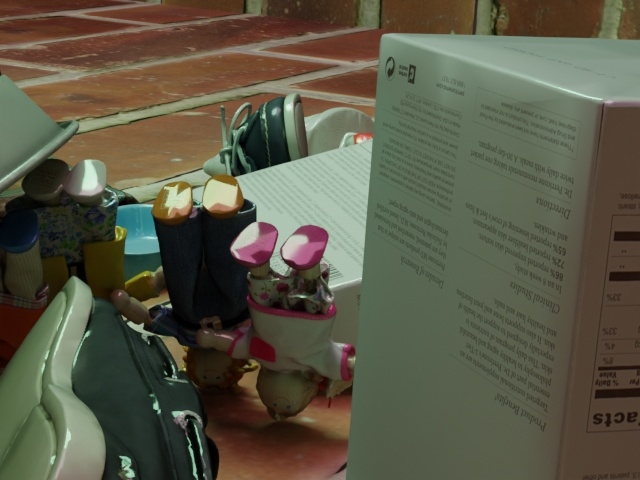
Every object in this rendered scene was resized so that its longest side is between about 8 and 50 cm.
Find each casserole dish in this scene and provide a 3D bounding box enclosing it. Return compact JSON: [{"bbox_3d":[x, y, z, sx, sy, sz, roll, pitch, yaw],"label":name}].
[{"bbox_3d":[-0.149,0.005,1.341,0.114,0.037,0.188,10,16,24],"label":"casserole dish"}]

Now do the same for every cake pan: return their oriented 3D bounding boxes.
[{"bbox_3d":[-0.278,-0.007,0.973,0.293,0.054,0.293,-32,11,7],"label":"cake pan"}]

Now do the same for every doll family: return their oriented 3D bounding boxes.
[{"bbox_3d":[-0.098,0.032,1.003,0.262,0.163,0.118,4,42,3],"label":"doll family"}]

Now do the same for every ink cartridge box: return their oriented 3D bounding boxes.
[{"bbox_3d":[0.060,-0.012,1.198,0.261,0.066,0.296,-18,20,-11],"label":"ink cartridge box"}]

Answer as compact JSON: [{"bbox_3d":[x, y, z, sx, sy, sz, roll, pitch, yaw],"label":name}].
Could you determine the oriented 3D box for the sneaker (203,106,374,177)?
[{"bbox_3d":[-0.030,-0.096,1.728,0.212,0.080,0.094,-11,8,-43],"label":"sneaker"}]

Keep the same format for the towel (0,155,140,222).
[{"bbox_3d":[-0.373,-0.066,1.573,0.271,0.040,0.370,-6,17,-34],"label":"towel"}]

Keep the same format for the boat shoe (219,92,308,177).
[{"bbox_3d":[-0.051,-0.074,1.460,0.079,0.095,0.254,1,-5,-2],"label":"boat shoe"}]

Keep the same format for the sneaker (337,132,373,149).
[{"bbox_3d":[0.038,-0.064,1.592,0.057,0.075,0.161,1,13,-9],"label":"sneaker"}]

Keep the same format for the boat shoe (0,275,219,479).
[{"bbox_3d":[-0.100,0.107,0.782,0.113,0.127,0.340,31,-1,-14],"label":"boat shoe"}]

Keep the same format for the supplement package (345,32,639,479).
[{"bbox_3d":[0.144,0.050,0.741,0.198,0.263,0.199,-1,15,-23],"label":"supplement package"}]
